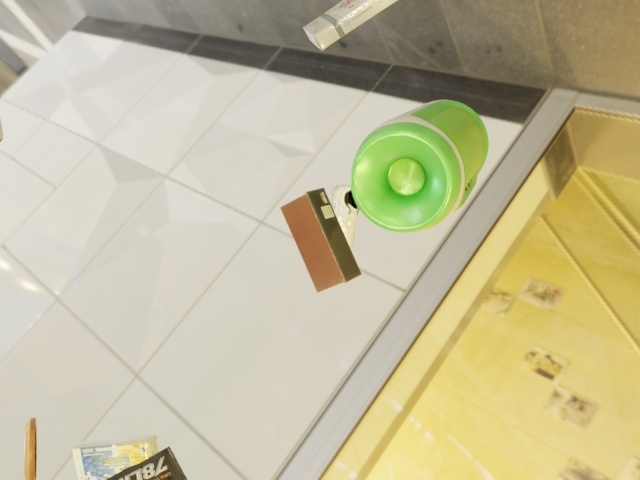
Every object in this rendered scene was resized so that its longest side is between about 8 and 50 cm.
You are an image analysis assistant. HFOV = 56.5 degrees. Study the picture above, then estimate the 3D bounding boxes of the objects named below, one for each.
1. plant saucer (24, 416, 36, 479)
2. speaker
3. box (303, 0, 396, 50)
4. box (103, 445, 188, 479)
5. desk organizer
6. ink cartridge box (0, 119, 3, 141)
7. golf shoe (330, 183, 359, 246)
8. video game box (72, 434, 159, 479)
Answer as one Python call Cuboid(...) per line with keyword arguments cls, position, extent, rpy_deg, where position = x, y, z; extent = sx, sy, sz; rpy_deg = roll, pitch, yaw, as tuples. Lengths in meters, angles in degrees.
Cuboid(cls="plant saucer", position=(-0.378, 0.274, 0.777), extent=(0.013, 0.083, 0.083), rpy_deg=(0, -178, -25))
Cuboid(cls="speaker", position=(0.134, -0.102, 0.740), extent=(0.131, 0.131, 0.296), rpy_deg=(36, -154, 8))
Cuboid(cls="box", position=(0.059, -0.475, 1.250), extent=(0.038, 0.186, 0.145), rpy_deg=(56, -174, -28))
Cuboid(cls="box", position=(-0.282, 0.390, 0.653), extent=(0.073, 0.294, 0.295), rpy_deg=(49, 144, 35))
Cuboid(cls="desk organizer", position=(0.000, 0.000, 0.804), extent=(0.050, 0.047, 0.130), rpy_deg=(-25, 88, 33))
Cuboid(cls="ink cartridge box", position=(-0.628, -0.263, 0.940), extent=(0.066, 0.189, 0.232), rpy_deg=(-117, 26, -59))
Cuboid(cls="golf shoe", position=(0.070, -0.065, 1.609), extent=(0.086, 0.069, 0.176), rpy_deg=(-3, 95, 61))
Cuboid(cls="video game box", position=(-0.469, 0.561, 1.399), extent=(0.048, 0.205, 0.186), rpy_deg=(-27, -74, -76))
